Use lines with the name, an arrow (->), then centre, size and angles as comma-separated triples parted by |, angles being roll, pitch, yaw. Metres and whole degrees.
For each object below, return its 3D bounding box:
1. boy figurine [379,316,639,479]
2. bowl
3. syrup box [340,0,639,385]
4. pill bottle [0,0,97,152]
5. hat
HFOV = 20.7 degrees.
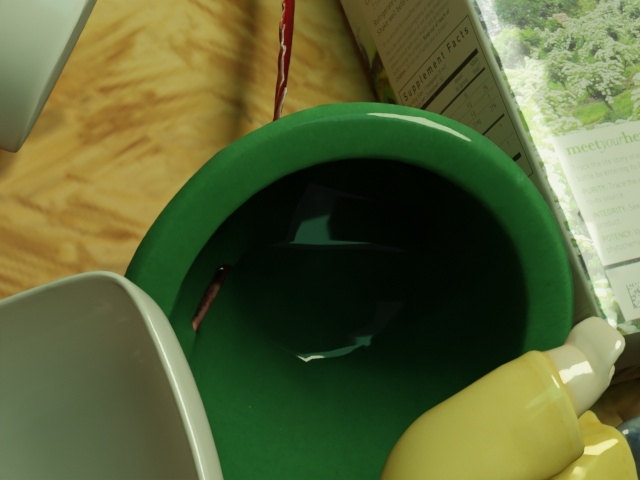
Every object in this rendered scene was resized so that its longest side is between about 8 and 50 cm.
boy figurine -> 0.081, 0.114, 0.635 | 0.285, 0.177, 0.092 | -15, 29, -29
bowl -> -0.094, 0.095, 0.604 | 0.142, 0.053, 0.142 | -23, 71, 16
syrup box -> 0.093, -0.058, 0.749 | 0.093, 0.096, 0.236 | -12, 71, -27
pill bottle -> -0.202, -0.130, 0.645 | 0.246, 0.136, 0.136 | 26, 60, -8
hat -> 0.000, 0.000, 0.730 | 0.173, 0.183, 0.208 | 32, 99, -19
